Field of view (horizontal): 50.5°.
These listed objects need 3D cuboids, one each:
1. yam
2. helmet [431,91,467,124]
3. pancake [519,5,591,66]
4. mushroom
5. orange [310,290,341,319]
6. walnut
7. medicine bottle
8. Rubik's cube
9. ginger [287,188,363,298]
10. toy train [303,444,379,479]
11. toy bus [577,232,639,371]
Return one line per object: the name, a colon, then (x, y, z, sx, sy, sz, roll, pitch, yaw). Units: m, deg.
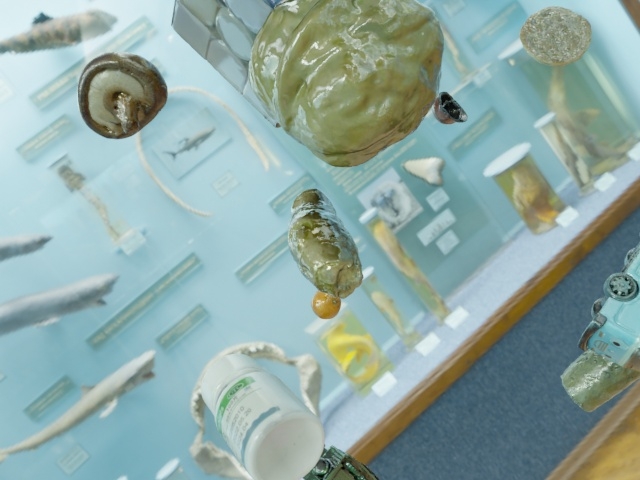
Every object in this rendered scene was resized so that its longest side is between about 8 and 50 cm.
yam: (0.585, 0.255, 1.372, 0.194, 0.107, 0.107, -43, 9, 12)
helmet: (0.273, -0.277, 1.473, 0.065, 0.084, 0.049, -40, -1, -45)
pancake: (0.498, -0.431, 1.429, 0.152, 0.151, 0.025, -40, -24, -8)
mushroom: (-0.484, -0.362, 1.660, 0.231, 0.194, 0.138, -30, 15, 16)
orange: (0.016, 0.168, 1.795, 0.084, 0.083, 0.083, -37, 11, 8)
walnut: (0.042, -0.261, 1.029, 0.277, 0.282, 0.253, -46, -4, -7)
medicine bottle: (-0.106, 0.288, 1.127, 0.139, 0.139, 0.237, -41, 34, -13)
Rubik's cube: (-0.066, -0.515, 1.427, 0.344, 0.346, 0.347, -47, 2, -25)
ginger: (0.000, 0.000, 1.192, 0.117, 0.109, 0.263, -6, 30, -7)
toy train: (0.046, 0.623, 1.765, 0.178, 0.330, 0.138, 25, 69, 42)
toy bus: (0.573, 0.097, 1.149, 0.271, 0.165, 0.133, -49, -25, -17)
